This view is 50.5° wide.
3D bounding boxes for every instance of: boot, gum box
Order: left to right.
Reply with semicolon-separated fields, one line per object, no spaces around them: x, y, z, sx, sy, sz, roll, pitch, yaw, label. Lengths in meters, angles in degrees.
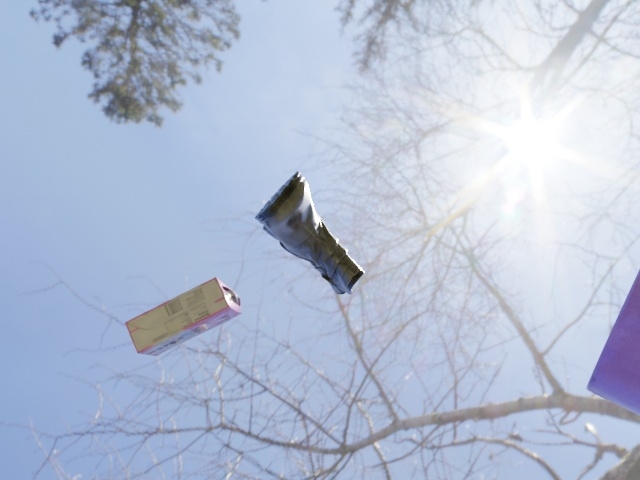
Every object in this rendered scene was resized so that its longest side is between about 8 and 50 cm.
-0.238;0.137;1.216;0.188;0.107;0.062;-26;-103;-2;gum box
0.000;0.000;0.920;0.161;0.246;0.083;42;-96;4;boot

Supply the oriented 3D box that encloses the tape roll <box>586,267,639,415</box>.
0.334;0.028;0.600;0.090;0.275;0.275;24;-141;24;tape roll
